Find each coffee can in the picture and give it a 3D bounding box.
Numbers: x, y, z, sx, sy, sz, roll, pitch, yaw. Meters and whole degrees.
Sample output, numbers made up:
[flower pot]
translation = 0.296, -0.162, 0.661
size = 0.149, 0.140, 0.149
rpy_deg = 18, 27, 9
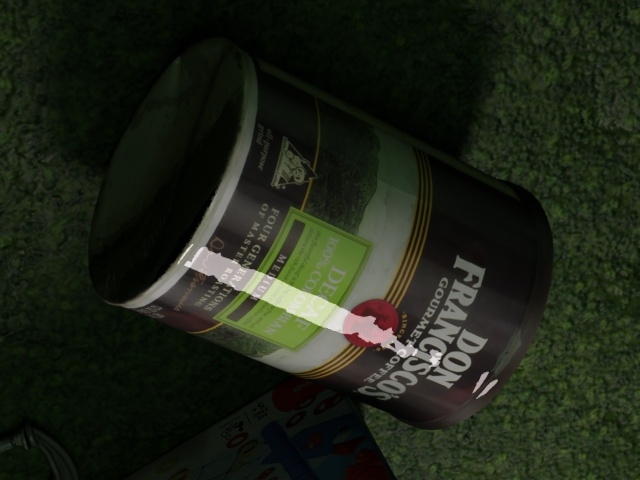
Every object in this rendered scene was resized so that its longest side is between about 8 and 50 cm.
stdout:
[coffee can]
translation = 0.000, 0.000, 1.149
size = 0.275, 0.201, 0.201
rpy_deg = 24, 107, -28

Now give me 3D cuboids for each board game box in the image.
[board game box]
translation = -0.065, 0.273, 1.213
size = 0.308, 0.302, 0.086
rpy_deg = -31, 123, -2

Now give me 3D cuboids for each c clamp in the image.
[c clamp]
translation = -0.276, 0.189, 1.258
size = 0.160, 0.022, 0.137
rpy_deg = -16, 121, -11
